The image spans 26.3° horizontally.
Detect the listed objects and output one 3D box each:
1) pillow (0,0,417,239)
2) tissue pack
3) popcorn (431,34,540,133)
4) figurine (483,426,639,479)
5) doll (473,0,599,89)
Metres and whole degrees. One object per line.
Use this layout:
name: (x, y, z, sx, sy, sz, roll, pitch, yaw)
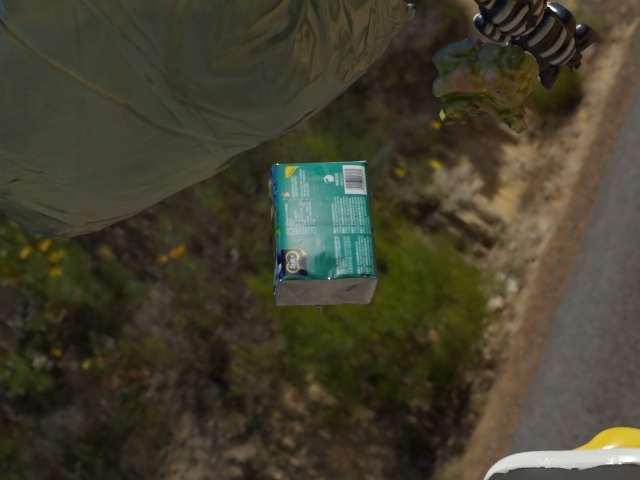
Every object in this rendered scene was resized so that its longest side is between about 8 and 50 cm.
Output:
pillow: (-0.113, -0.117, 0.797, 0.310, 0.138, 0.283, -27, -29, 10)
tissue pack: (0.000, -0.001, 1.149, 0.079, 0.085, 0.111, 100, 167, -61)
popcorn: (0.159, -0.153, 1.325, 0.097, 0.109, 0.089, 2, 75, 51)
figurine: (0.263, 0.174, 1.090, 0.166, 0.250, 0.141, 93, -166, -49)
doll: (0.224, -0.238, 1.484, 0.091, 0.067, 0.219, -50, -42, 7)
